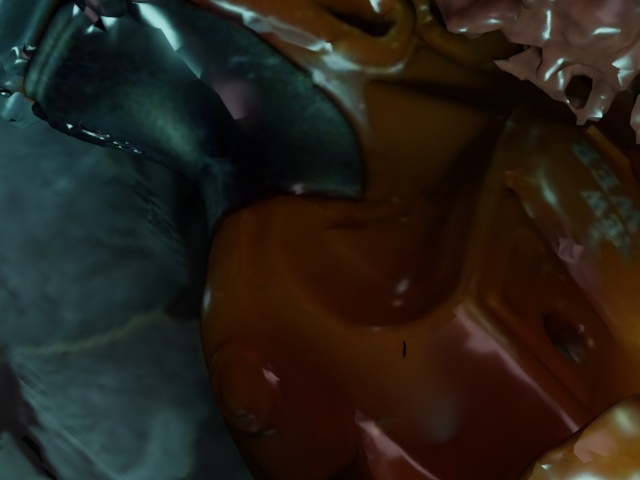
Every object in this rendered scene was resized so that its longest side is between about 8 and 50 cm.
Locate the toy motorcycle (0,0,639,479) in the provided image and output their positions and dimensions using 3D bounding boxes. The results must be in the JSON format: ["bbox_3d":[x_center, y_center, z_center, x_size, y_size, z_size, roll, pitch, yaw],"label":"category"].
[{"bbox_3d":[0.000,0.000,0.451,0.221,0.148,0.325,-26,70,-42],"label":"toy motorcycle"}]

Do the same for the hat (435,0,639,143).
[{"bbox_3d":[0.040,-0.131,0.413,0.237,0.107,0.286,-4,50,-8],"label":"hat"}]
